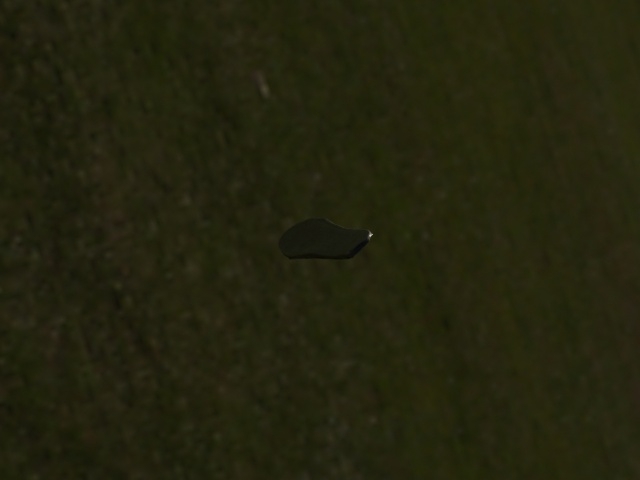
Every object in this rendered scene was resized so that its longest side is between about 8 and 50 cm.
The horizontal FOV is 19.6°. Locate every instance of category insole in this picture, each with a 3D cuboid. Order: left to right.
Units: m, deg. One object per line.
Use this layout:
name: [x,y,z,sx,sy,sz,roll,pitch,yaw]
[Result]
insole: [0.000,0.000,2.095,0.010,0.063,0.192,50,-19,-20]
